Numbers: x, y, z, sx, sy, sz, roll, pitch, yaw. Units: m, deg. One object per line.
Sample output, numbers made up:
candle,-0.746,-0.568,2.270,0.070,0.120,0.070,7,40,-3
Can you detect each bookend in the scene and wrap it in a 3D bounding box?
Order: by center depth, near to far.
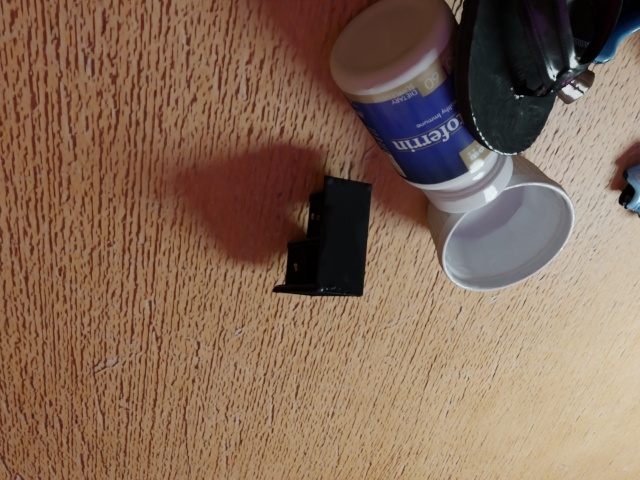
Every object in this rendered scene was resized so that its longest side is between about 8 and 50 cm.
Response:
bookend,0.000,0.000,1.028,0.072,0.156,0.157,8,83,-25

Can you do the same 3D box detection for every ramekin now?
ramekin,0.257,-0.035,1.071,0.207,0.109,0.207,-10,133,-10

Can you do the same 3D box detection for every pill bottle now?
pill bottle,0.136,-0.159,0.890,0.153,0.153,0.265,-32,133,11

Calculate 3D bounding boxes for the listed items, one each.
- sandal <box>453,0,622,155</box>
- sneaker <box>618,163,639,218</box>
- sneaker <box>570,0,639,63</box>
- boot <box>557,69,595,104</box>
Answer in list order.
sandal,0.241,-0.281,0.724,0.167,0.107,0.446,-14,126,-31
sneaker,0.523,-0.068,1.178,0.073,0.063,0.162,-12,131,17
sneaker,0.417,-0.332,0.838,0.341,0.140,0.125,-39,129,15
boot,0.311,-0.206,0.989,0.114,0.037,0.106,19,125,-37
